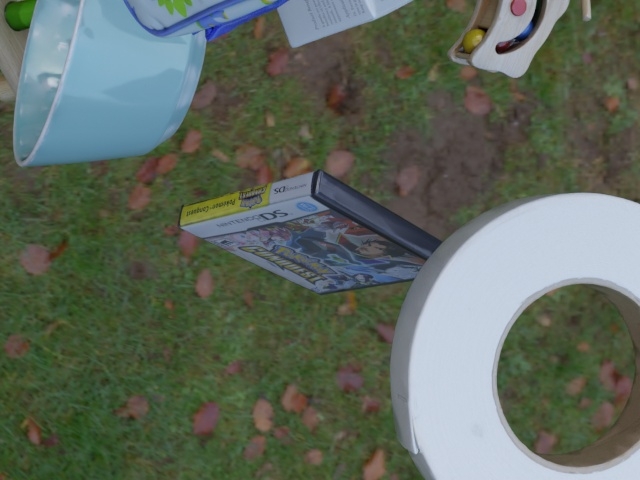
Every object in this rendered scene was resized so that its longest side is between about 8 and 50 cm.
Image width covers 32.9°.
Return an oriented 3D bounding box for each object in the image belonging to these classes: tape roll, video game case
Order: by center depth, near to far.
[{"bbox_3d":[0.266,0.141,1.160,0.392,0.072,0.392,0,92,-13],"label":"tape roll"},{"bbox_3d":[0.000,0.000,1.378,0.275,0.248,0.035,28,62,-40],"label":"video game case"}]

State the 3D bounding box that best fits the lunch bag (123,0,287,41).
[{"bbox_3d":[-0.059,-0.215,0.627,0.090,0.219,0.176,-29,103,-33],"label":"lunch bag"}]

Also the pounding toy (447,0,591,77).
[{"bbox_3d":[0.315,-0.377,1.668,0.154,0.155,0.269,32,91,-29],"label":"pounding toy"}]

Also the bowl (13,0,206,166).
[{"bbox_3d":[-0.237,-0.221,1.258,0.163,0.311,0.311,12,86,-24],"label":"bowl"}]

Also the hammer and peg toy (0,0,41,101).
[{"bbox_3d":[-0.394,-0.383,1.437,0.266,0.127,0.361,-61,138,-46],"label":"hammer and peg toy"}]

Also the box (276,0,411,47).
[{"bbox_3d":[0.015,-0.220,0.854,0.102,0.087,0.101,-37,110,-51],"label":"box"}]
